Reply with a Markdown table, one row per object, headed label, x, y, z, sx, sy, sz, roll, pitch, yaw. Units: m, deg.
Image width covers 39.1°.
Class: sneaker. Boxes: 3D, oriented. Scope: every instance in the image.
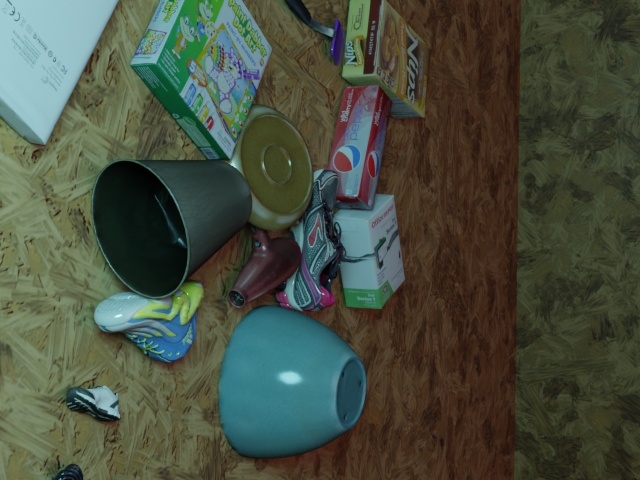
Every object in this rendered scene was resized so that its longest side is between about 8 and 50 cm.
| label | x | y | z | sx | sy | sz | roll | pitch | yaw |
| --- | --- | --- | --- | --- | --- | --- | --- | --- | --- |
| sneaker | -0.325 | 0.225 | 1.286 | 0.109 | 0.040 | 0.044 | 51 | 32 | -56 |
| sneaker | -0.248 | 0.135 | 1.360 | 0.240 | 0.091 | 0.126 | -15 | 106 | -62 |
| sneaker | 0.000 | 0.000 | 1.801 | 0.121 | 0.112 | 0.299 | 35 | 61 | -58 |

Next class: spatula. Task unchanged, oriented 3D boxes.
| label | x | y | z | sx | sy | sz | roll | pitch | yaw |
| --- | --- | --- | --- | --- | --- | --- | --- | --- | --- |
| spatula | -0.008 | -0.441 | 1.834 | 0.296 | 0.030 | 0.084 | 23 | 74 | -61 |

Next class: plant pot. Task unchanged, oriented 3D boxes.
| label | x | y | z | sx | sy | sz | roll | pitch | yaw |
| --- | --- | --- | --- | --- | --- | --- | --- | --- | --- |
| plant pot | -0.029 | 0.272 | 1.679 | 0.290 | 0.195 | 0.290 | -11 | 103 | -62 |
| plant pot | -0.087 | -0.135 | 1.625 | 0.236 | 0.032 | 0.236 | 16 | 69 | -47 |

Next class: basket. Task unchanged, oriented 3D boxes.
| label | x | y | z | sx | sy | sz | roll | pitch | yaw |
| --- | --- | --- | --- | --- | --- | --- | --- | --- | --- |
| basket | -0.209 | -0.040 | 1.361 | 0.227 | 0.154 | 0.204 | -29 | 102 | -63 |

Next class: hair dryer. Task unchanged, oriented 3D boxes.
| label | x | y | z | sx | sy | sz | roll | pitch | yaw |
| --- | --- | --- | --- | --- | --- | --- | --- | --- | --- |
| hair dryer | -0.117 | -0.013 | 1.647 | 0.223 | 0.080 | 0.294 | 29 | 60 | -42 |

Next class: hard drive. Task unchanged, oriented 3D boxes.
| label | x | y | z | sx | sy | sz | roll | pitch | yaw |
| --- | --- | --- | --- | --- | --- | --- | --- | --- | --- |
| hard drive | -0.346 | -0.305 | 1.140 | 0.203 | 0.040 | 0.308 | 59 | 45 | -59 |

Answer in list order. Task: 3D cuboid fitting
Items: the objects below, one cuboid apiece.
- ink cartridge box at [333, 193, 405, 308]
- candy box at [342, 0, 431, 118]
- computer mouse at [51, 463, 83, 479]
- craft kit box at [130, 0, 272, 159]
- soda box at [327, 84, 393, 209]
| label | x | y | z | sx | sy | sz | roll | pitch | yaw |
| --- | --- | --- | --- | --- | --- | --- | --- | --- | --- |
| ink cartridge box | 0.111 | 0.021 | 2.034 | 0.160 | 0.092 | 0.219 | -44 | 130 | -53 |
| candy box | 0.159 | -0.416 | 2.094 | 0.316 | 0.087 | 0.183 | 21 | 73 | -61 |
| computer mouse | -0.390 | 0.411 | 1.145 | 0.272 | 0.072 | 0.189 | -17 | 105 | -74 |
| craft kit box | -0.186 | -0.303 | 1.484 | 0.250 | 0.061 | 0.247 | 53 | 44 | -51 |
| soda box | 0.082 | -0.203 | 1.960 | 0.083 | 0.092 | 0.263 | 35 | 62 | -57 |
